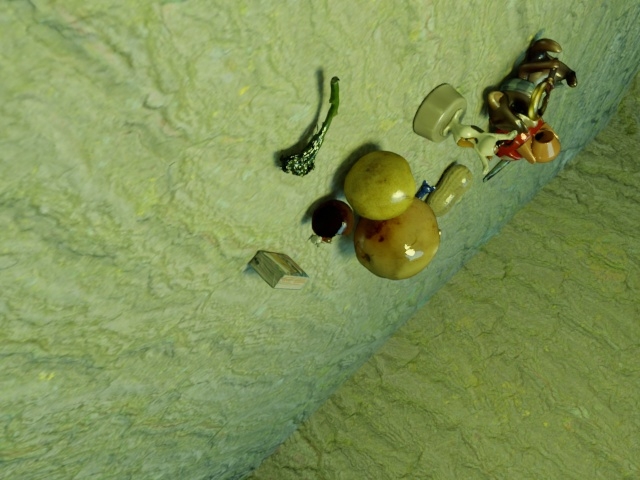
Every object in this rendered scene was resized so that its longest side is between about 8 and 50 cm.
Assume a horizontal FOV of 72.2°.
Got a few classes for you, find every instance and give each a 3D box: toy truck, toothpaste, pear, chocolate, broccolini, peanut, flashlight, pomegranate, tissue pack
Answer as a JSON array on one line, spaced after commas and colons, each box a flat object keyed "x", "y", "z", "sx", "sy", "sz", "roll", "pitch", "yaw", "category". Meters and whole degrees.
[{"x": 0.826, "y": -0.401, "z": 1.781, "sx": 0.189, "sy": 0.239, "sz": 0.265, "roll": -43, "pitch": 179, "yaw": -6, "category": "toy truck"}, {"x": 0.906, "y": -0.373, "z": 2.215, "sx": 0.216, "sy": 0.037, "sz": 0.062, "roll": -44, "pitch": 156, "yaw": 8, "category": "toothpaste"}, {"x": 0.166, "y": -0.155, "z": 1.271, "sx": 0.209, "sy": 0.209, "sz": 0.209, "roll": -34, "pitch": 152, "yaw": -22, "category": "pear"}, {"x": 0.041, "y": -0.060, "z": 1.314, "sx": 0.127, "sy": 0.124, "sz": 0.133, "roll": -38, "pitch": -176, "yaw": 11, "category": "chocolate"}, {"x": -0.026, "y": -0.250, "z": 1.003, "sx": 0.123, "sy": 0.062, "sz": 0.271, "roll": -41, "pitch": 164, "yaw": -44, "category": "broccolini"}, {"x": 0.534, "y": -0.201, "z": 1.830, "sx": 0.123, "sy": 0.123, "sz": 0.256, "roll": -11, "pitch": 140, "yaw": -49, "category": "peanut"}, {"x": 0.399, "y": -0.182, "z": 1.750, "sx": 0.121, "sy": 0.057, "sz": 0.035, "roll": -52, "pitch": -168, "yaw": 25, "category": "flashlight"}, {"x": 0.274, "y": -0.015, "z": 1.523, "sx": 0.319, "sy": 0.319, "sz": 0.319, "roll": -34, "pitch": 152, "yaw": -22, "category": "pomegranate"}, {"x": -0.117, "y": 0.088, "z": 1.293, "sx": 0.065, "sy": 0.115, "sz": 0.155, "roll": -53, "pitch": 154, "yaw": 13, "category": "tissue pack"}]

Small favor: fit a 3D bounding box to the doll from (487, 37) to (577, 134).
[{"x": 0.759, "y": -0.531, "z": 1.574, "sx": 0.340, "sy": 0.209, "sz": 0.318, "roll": -46, "pitch": 161, "yaw": -5, "category": "doll"}]

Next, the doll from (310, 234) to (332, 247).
[{"x": 0.003, "y": -0.004, "z": 1.426, "sx": 0.058, "sy": 0.040, "sz": 0.085, "roll": -36, "pitch": 155, "yaw": 4, "category": "doll"}]

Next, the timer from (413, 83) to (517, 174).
[{"x": 0.437, "y": -0.330, "z": 1.328, "sx": 0.175, "sy": 0.266, "sz": 0.175, "roll": -34, "pitch": 152, "yaw": -21, "category": "timer"}]
